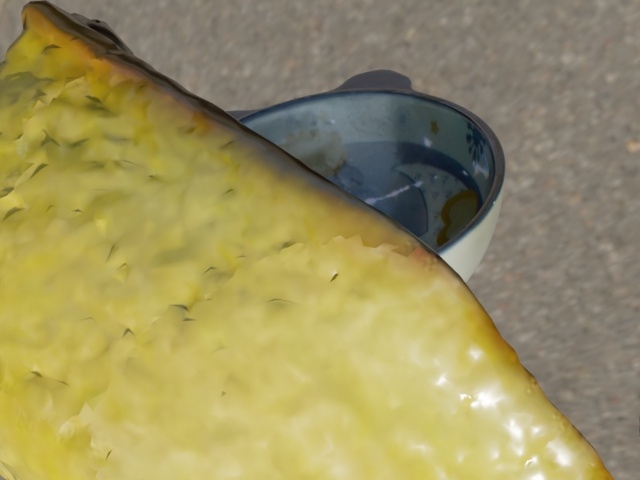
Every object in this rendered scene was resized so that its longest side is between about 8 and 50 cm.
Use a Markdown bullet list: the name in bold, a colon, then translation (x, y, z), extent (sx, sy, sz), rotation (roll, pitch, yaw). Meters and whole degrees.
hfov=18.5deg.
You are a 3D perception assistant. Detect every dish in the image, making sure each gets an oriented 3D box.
- **dish**: translation (0.000, 0.000, 1.130), extent (0.236, 0.228, 0.086), rotation (-40, 133, -34)

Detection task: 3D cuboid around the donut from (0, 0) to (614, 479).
- **donut**: translation (0.007, 0.074, 0.450), extent (0.101, 0.152, 0.259), rotation (-42, 131, -21)
